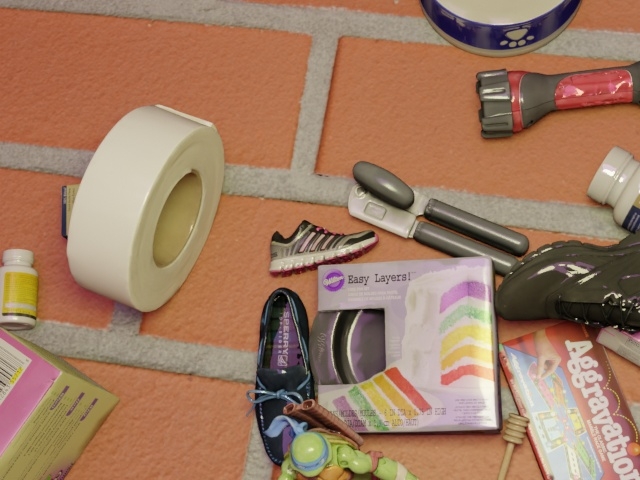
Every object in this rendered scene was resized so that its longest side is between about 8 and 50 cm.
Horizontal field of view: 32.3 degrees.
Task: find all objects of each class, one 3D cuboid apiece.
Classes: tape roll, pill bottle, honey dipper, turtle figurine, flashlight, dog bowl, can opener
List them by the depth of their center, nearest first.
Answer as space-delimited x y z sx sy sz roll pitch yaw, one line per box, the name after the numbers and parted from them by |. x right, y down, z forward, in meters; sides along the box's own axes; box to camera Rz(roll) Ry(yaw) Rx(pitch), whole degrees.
0.029 0.353 1.420 0.275 0.266 0.198 38 82 18 | turtle figurine
0.252 0.317 1.513 0.031 0.030 0.160 15 88 13 | honey dipper
0.479 -0.053 1.559 0.187 0.112 0.112 31 80 16 | pill bottle
-0.243 -0.046 1.576 0.100 0.286 0.286 20 77 14 | tape roll
0.166 -0.027 1.615 0.280 0.093 0.074 24 80 10 | can opener
0.385 -0.216 1.628 0.304 0.103 0.103 -5 71 8 | flashlight
-0.465 0.075 1.686 0.065 0.065 0.116 -4 73 7 | pill bottle
0.278 -0.424 1.706 0.265 0.104 0.264 -3 73 8 | dog bowl

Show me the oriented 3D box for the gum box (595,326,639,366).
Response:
0.482 0.129 1.516 0.188 0.062 0.107 31 63 16 | gum box

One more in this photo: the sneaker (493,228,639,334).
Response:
0.374 0.066 1.464 0.286 0.109 0.130 -15 49 10 | sneaker

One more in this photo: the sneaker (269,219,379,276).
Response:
0.000 0.000 1.640 0.170 0.063 0.074 -14 78 9 | sneaker

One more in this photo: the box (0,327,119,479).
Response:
-0.420 0.258 1.530 0.117 0.243 0.213 32 81 16 | box

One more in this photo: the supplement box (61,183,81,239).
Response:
-0.352 -0.042 1.709 0.083 0.056 0.083 -6 72 6 | supplement box

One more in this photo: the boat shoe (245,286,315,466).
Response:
-0.063 0.194 1.577 0.109 0.089 0.258 -10 72 5 | boat shoe

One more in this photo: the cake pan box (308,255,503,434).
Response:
0.119 0.150 1.557 0.267 0.070 0.245 -2 75 15 | cake pan box

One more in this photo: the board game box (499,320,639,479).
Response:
0.358 0.254 1.528 0.145 0.027 0.281 -19 71 1 | board game box
